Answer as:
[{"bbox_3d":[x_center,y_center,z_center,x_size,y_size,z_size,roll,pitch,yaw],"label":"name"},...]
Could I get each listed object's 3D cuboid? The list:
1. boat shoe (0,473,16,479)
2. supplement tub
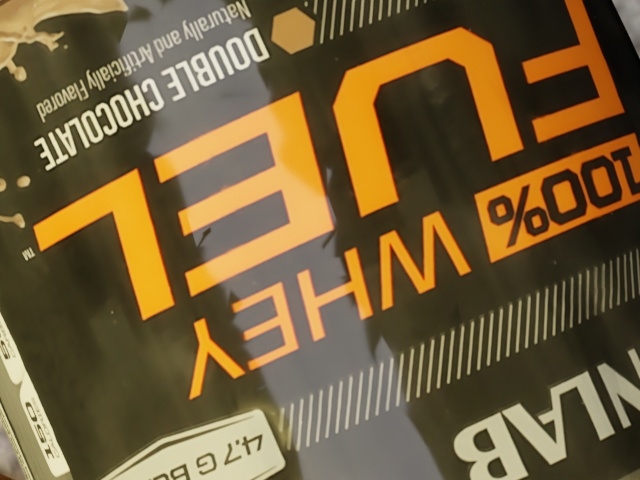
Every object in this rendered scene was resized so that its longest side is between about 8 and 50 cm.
[{"bbox_3d":[-0.060,0.156,0.609,0.207,0.073,0.073,34,99,12],"label":"boat shoe"},{"bbox_3d":[0.000,0.000,0.514,0.207,0.207,0.338,-26,86,16],"label":"supplement tub"}]
